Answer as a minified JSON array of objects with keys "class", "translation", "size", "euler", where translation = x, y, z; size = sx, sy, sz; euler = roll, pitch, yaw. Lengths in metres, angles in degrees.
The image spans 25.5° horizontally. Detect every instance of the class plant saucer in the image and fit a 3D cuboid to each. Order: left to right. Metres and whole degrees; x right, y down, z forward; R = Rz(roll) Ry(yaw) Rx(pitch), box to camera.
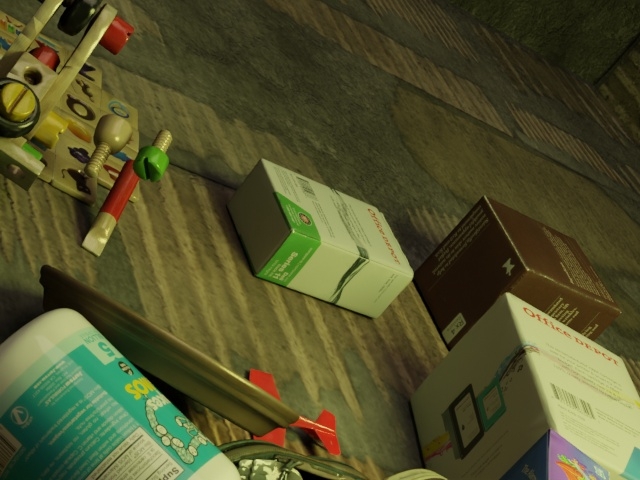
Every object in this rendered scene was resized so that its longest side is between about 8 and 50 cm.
[{"class":"plant saucer","translation":[-0.147,0.109,1.317],"size":[0.277,0.041,0.278],"euler":[30,-8,4]}]

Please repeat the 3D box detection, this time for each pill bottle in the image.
[{"class":"pill bottle","translation":[-0.166,0.191,1.152],"size":[0.264,0.146,0.146],"euler":[43,23,8]}]

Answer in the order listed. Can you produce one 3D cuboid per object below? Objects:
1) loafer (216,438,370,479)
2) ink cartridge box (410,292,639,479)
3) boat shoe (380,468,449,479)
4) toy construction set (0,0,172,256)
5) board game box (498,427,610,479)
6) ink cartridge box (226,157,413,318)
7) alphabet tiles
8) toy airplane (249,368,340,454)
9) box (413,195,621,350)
[{"class":"loafer","translation":[-0.024,0.239,1.316],"size":[0.084,0.096,0.267],"euler":[7,-3,38]},{"class":"ink cartridge box","translation":[0.252,0.239,1.628],"size":[0.198,0.197,0.270],"euler":[29,25,-22]},{"class":"boat shoe","translation":[0.038,0.279,1.254],"size":[0.285,0.092,0.103],"euler":[-17,95,-39]},{"class":"toy construction set","translation":[-0.303,-0.101,1.462],"size":[0.309,0.257,0.237],"euler":[52,41,-33]},{"class":"board game box","translation":[0.154,0.346,1.240],"size":[0.078,0.233,0.347],"euler":[37,23,-6]},{"class":"ink cartridge box","translation":[0.000,0.000,1.825],"size":[0.208,0.087,0.153],"euler":[22,28,-35]},{"class":"alphabet tiles","translation":[-0.343,-0.171,1.717],"size":[0.285,0.011,0.343],"euler":[30,25,-24]},{"class":"toy airplane","translation":[-0.034,0.191,1.500],"size":[0.151,0.028,0.151],"euler":[32,26,-18]},{"class":"box","translation":[0.277,0.075,2.003],"size":[0.203,0.168,0.167],"euler":[23,29,-35]}]
